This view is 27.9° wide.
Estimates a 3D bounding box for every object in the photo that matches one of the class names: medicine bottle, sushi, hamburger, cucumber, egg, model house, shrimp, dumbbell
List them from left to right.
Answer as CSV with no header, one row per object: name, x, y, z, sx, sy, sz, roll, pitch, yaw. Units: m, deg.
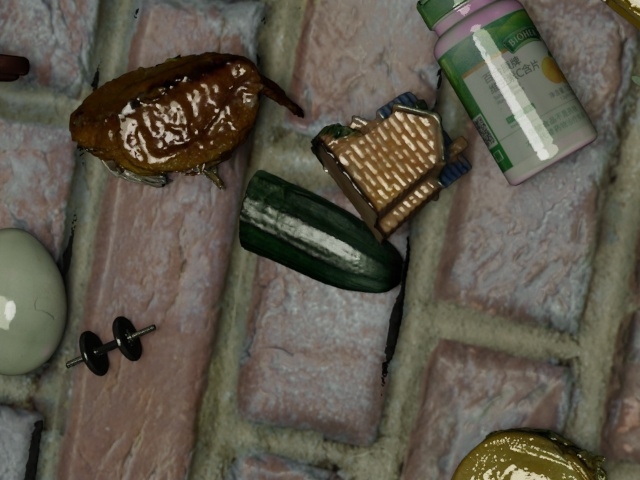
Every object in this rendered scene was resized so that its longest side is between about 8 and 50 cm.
egg,-0.435,0.086,1.819,0.151,0.151,0.209,-1,88,13
dumbbell,-0.299,0.150,1.833,0.147,0.069,0.069,-23,88,13
shrimp,-0.231,-0.123,1.814,0.223,0.047,0.126,36,105,11
sushi,-0.182,-0.171,1.718,0.296,0.179,0.167,-29,95,-7
cucumber,0.000,0.000,1.761,0.243,0.063,0.115,22,99,9
model house,0.100,-0.115,1.666,0.172,0.183,0.166,-35,84,-3
medicine bottle,0.234,-0.217,1.657,0.133,0.133,0.274,-32,86,13
hamburger,0.266,0.341,1.690,0.215,0.122,0.190,6,88,16

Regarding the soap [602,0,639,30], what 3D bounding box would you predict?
soap,0.557,-0.317,1.565,0.335,0.156,0.293,38,98,8

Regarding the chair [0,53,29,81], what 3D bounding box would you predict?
chair,-0.511,-0.363,1.777,0.226,0.226,0.401,5,96,13

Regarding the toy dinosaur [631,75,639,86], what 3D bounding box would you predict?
toy dinosaur,0.518,-0.054,1.607,0.393,0.092,0.205,43,132,4
